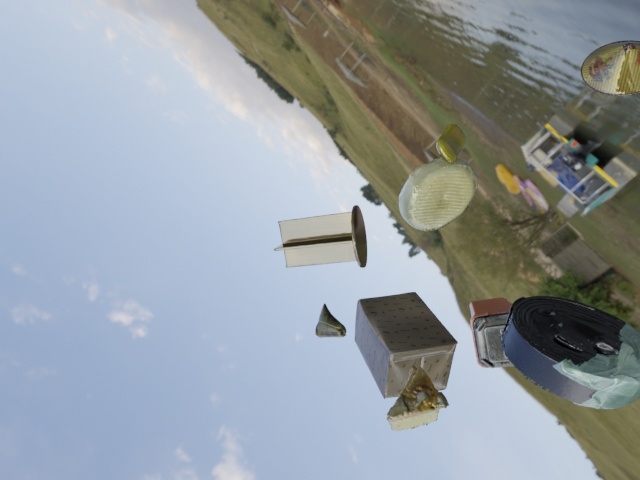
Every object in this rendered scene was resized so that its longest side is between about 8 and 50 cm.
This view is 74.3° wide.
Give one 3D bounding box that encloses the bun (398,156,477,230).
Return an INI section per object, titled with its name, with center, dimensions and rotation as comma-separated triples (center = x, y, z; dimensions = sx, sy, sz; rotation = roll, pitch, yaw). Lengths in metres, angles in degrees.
[bun]
center = 0.388, -0.170, 1.443
dimensions = 0.287, 0.287, 0.146
rotation = 25, -160, -40

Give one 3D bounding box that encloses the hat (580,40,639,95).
[hat]
center = 0.783, -0.471, 1.083
dimensions = 0.193, 0.193, 0.082
rotation = 59, -175, 36

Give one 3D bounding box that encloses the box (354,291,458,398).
[box]
center = 0.263, 0.333, 1.383
dimensions = 0.225, 0.191, 0.297
rotation = -5, -155, -13

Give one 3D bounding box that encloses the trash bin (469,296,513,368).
[trash bin]
center = 0.531, 0.253, 1.234
dimensions = 0.238, 0.184, 0.161
rotation = -36, -66, -75

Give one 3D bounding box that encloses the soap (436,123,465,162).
[soap]
center = 0.410, -0.307, 1.331
dimensions = 0.089, 0.045, 0.140
rotation = 44, -121, -14

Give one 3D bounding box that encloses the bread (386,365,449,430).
[bread]
center = 0.224, 0.408, 1.059
dimensions = 0.127, 0.152, 0.147
rotation = 58, 168, 37

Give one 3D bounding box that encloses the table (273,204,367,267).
[table]
center = 0.000, 0.000, 1.140
dimensions = 0.167, 0.226, 0.167
rotation = -6, -90, -74

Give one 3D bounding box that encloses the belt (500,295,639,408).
[belt]
center = 0.374, 0.159, 0.621
dimensions = 0.198, 0.078, 0.151
rotation = 20, -140, 27

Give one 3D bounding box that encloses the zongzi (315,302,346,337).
[zongzi]
center = 0.030, 0.178, 0.950
dimensions = 0.040, 0.076, 0.083
rotation = 47, -132, -38
